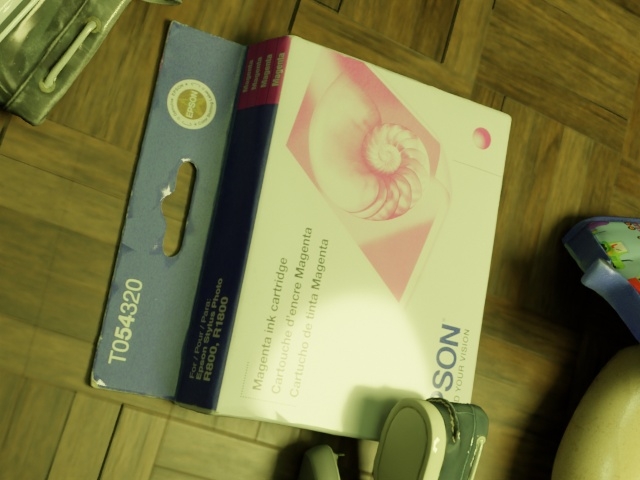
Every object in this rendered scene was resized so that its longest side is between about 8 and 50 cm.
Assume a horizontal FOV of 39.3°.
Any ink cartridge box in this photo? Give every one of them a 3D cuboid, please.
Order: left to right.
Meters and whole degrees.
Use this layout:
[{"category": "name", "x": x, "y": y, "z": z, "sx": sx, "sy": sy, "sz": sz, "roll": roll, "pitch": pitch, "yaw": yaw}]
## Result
[{"category": "ink cartridge box", "x": 0.000, "y": 0.000, "z": 0.781, "sx": 0.330, "sy": 0.071, "sz": 0.324, "roll": 14, "pitch": 79, "yaw": -24}]

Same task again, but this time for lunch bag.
[{"category": "lunch bag", "x": 0.381, "y": 0.069, "z": 0.856, "sx": 0.293, "sy": 0.221, "sz": 0.138, "roll": 18, "pitch": 117, "yaw": -18}]

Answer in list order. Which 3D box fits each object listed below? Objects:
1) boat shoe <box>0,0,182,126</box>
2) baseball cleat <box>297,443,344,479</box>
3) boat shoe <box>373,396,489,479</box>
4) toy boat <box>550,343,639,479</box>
[{"category": "boat shoe", "x": -0.157, "y": -0.233, "z": 0.718, "sx": 0.119, "sy": 0.121, "sz": 0.335, "roll": 44, "pitch": 80, "yaw": -23}, {"category": "baseball cleat", "x": -0.029, "y": 0.273, "z": 0.738, "sx": 0.109, "sy": 0.072, "sz": 0.206, "roll": 4, "pitch": 78, "yaw": -15}, {"category": "boat shoe", "x": 0.074, "y": 0.249, "z": 0.752, "sx": 0.079, "sy": 0.095, "sz": 0.255, "roll": 9, "pitch": 100, "yaw": -28}, {"category": "toy boat", "x": 0.354, "y": 0.277, "z": 0.889, "sx": 0.318, "sy": 0.148, "sz": 0.267, "roll": 40, "pitch": 65, "yaw": -8}]
